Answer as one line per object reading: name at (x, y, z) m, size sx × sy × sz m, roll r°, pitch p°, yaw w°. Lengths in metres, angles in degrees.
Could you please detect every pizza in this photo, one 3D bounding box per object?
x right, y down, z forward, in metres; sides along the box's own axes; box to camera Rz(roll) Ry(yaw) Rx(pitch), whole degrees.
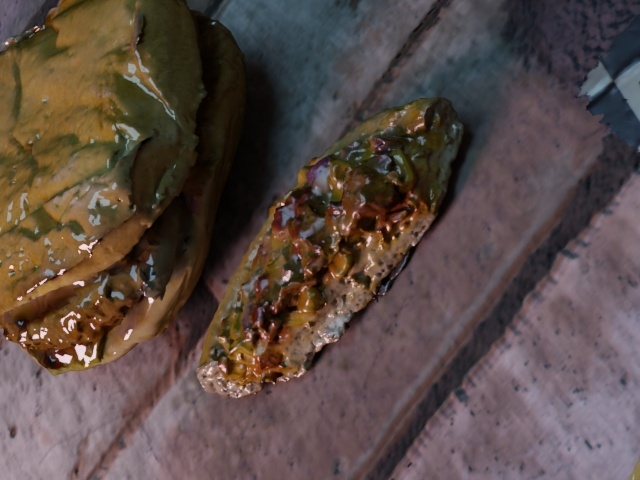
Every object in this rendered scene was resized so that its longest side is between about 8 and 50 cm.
pizza at (-0.002, 0.000, 1.157) m, size 0.246 × 0.058 × 0.127 m, roll -45°, pitch 39°, yaw 25°

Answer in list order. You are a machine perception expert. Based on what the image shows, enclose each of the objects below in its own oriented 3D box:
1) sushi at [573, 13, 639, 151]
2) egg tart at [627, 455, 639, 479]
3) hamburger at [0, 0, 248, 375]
sushi at (0.270, -0.056, 0.869) m, size 0.192 × 0.043 × 0.279 m, roll -49°, pitch 51°, yaw 5°
egg tart at (0.251, 0.171, 0.666) m, size 0.345 × 0.132 × 0.345 m, roll -31°, pitch 45°, yaw 36°
hamburger at (-0.163, -0.044, 1.316) m, size 0.259 × 0.144 × 0.283 m, roll -12°, pitch 53°, yaw 42°
